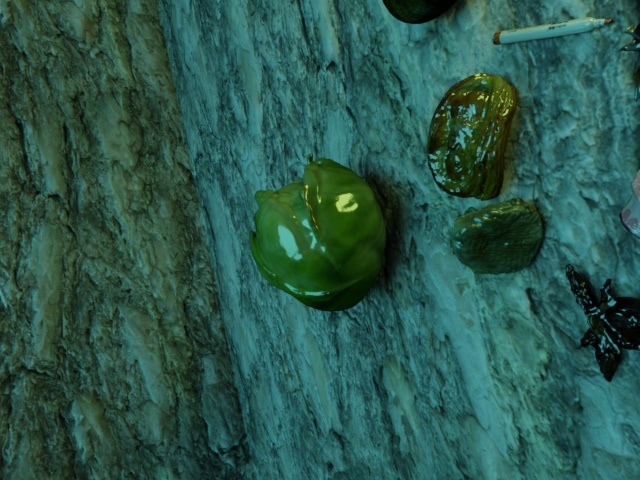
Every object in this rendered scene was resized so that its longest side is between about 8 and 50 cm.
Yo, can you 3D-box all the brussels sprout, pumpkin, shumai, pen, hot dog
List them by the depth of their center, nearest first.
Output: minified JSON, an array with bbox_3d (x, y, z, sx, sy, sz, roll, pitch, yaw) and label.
[{"bbox_3d":[0.414,-0.382,0.844,0.218,0.026,0.026,20,115,52],"label":"pen"},{"bbox_3d":[0.220,-0.573,0.962,0.238,0.159,0.238,-173,90,-72],"label":"pumpkin"},{"bbox_3d":[0.311,-0.212,0.962,0.175,0.114,0.259,24,119,50],"label":"hot dog"},{"bbox_3d":[0.357,-0.018,0.970,0.142,0.183,0.184,-100,17,-63],"label":"shumai"},{"bbox_3d":[-0.001,0.016,1.275,0.425,0.342,0.361,112,143,-54],"label":"brussels sprout"}]

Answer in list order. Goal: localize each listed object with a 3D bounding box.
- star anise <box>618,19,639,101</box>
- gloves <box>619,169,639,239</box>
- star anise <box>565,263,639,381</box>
[{"bbox_3d":[0.510,-0.360,0.717,0.148,0.218,0.228,87,-155,-68],"label":"star anise"},{"bbox_3d":[0.548,-0.097,0.644,0.145,0.126,0.241,60,150,34],"label":"gloves"},{"bbox_3d":[0.516,0.144,0.808,0.157,0.053,0.213,-5,92,57],"label":"star anise"}]
